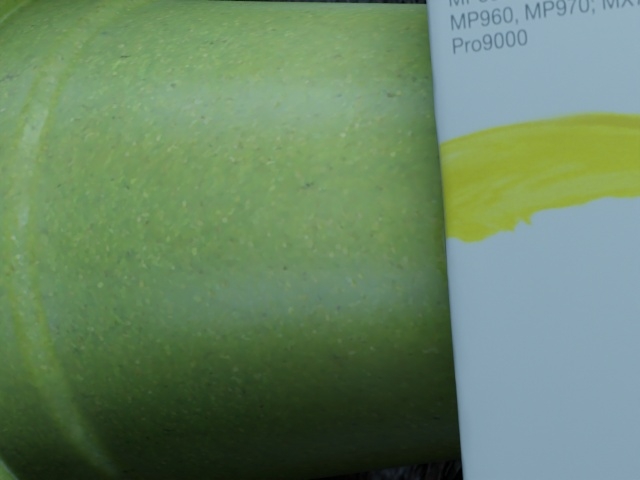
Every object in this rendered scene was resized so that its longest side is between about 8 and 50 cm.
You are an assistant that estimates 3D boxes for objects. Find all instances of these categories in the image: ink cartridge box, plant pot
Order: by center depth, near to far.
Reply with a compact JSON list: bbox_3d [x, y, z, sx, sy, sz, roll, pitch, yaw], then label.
[{"bbox_3d":[0.176,-0.005,0.698,0.279,0.160,0.384,-7,93,-57],"label":"ink cartridge box"},{"bbox_3d":[0.000,0.000,0.808,0.276,0.254,0.276,6,83,-56],"label":"plant pot"}]

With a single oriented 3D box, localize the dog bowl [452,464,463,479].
[{"bbox_3d":[0.270,0.138,1.066,0.408,0.408,0.150,13,34,-55],"label":"dog bowl"}]
